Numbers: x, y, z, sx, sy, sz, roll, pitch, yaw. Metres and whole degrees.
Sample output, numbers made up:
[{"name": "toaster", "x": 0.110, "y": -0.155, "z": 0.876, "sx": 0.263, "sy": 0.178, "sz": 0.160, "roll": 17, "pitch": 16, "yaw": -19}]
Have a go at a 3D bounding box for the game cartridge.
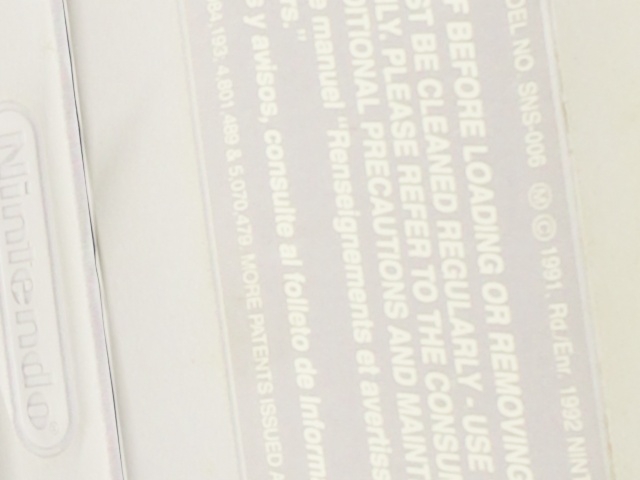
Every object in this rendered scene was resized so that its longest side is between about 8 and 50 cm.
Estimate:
[{"name": "game cartridge", "x": 0.000, "y": 0.000, "z": 0.409, "sx": 0.230, "sy": 0.068, "sz": 0.355, "roll": -8, "pitch": 88, "yaw": 31}]
